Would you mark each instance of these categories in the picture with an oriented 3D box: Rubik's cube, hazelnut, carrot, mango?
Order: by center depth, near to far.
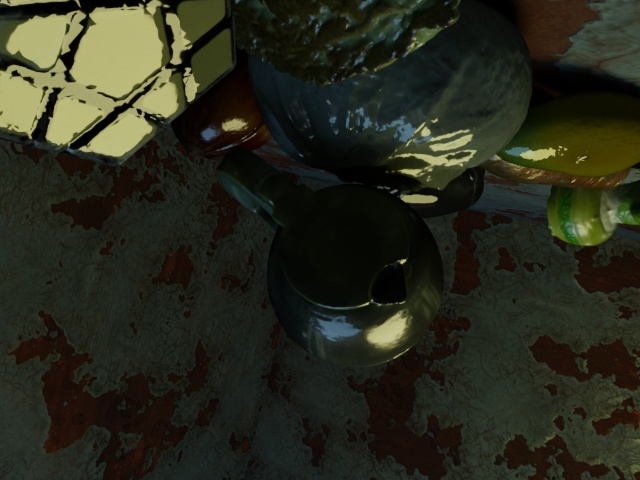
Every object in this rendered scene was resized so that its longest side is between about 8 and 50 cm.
[{"bbox_3d":[-0.204,-0.204,0.370,0.319,0.319,0.264,14,-152,6],"label":"Rubik's cube"},{"bbox_3d":[0.366,-0.150,0.758,0.237,0.091,0.137,1,146,-19],"label":"mango"},{"bbox_3d":[0.370,-0.153,0.896,0.302,0.139,0.139,13,-179,-16],"label":"carrot"},{"bbox_3d":[-0.182,-0.248,0.990,0.229,0.229,0.229,14,-179,0],"label":"hazelnut"}]

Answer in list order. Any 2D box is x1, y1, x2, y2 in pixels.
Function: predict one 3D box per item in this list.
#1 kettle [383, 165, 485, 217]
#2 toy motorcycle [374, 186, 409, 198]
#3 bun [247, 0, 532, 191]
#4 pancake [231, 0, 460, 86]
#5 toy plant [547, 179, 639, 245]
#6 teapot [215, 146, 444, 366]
[{"bbox_3d":[0.280,-0.163,1.389,0.290,0.207,0.268,5,158,4],"label":"kettle"},{"bbox_3d":[0.161,-0.203,1.166,0.143,0.188,0.327,24,166,1],"label":"toy motorcycle"},{"bbox_3d":[0.079,-0.177,0.688,0.362,0.211,0.362,15,179,0],"label":"bun"},{"bbox_3d":[-0.037,-0.248,0.484,0.376,0.054,0.197,30,151,26],"label":"pancake"},{"bbox_3d":[0.641,-0.075,1.080,0.224,0.184,0.316,-24,-160,-39],"label":"toy plant"},{"bbox_3d":[0.023,-0.005,0.694,0.239,0.321,0.239,-23,161,0],"label":"teapot"}]
